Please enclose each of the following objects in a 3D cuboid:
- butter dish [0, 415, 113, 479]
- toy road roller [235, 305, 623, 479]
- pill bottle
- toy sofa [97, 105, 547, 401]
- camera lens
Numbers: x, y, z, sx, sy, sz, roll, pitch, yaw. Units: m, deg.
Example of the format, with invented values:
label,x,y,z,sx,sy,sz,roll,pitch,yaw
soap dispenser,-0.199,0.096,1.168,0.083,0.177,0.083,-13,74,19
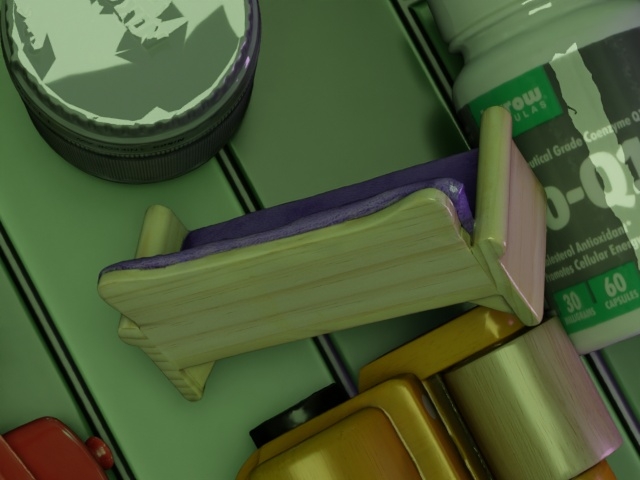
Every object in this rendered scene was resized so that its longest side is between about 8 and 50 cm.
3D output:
label,x,y,z,sx,sy,sz,roll,pitch,yaw
butter dish,-0.237,0.218,1.596,0.118,0.160,0.160,-35,87,-30
toy road roller,0.078,0.201,1.528,0.329,0.240,0.202,-29,87,16
pill bottle,0.243,-0.095,1.620,0.204,0.204,0.361,-23,86,-6
toy sofa,0.000,0.000,1.512,0.363,0.177,0.150,-15,44,25
camera lens,-0.163,-0.172,1.562,0.219,0.274,0.219,0,84,-4
